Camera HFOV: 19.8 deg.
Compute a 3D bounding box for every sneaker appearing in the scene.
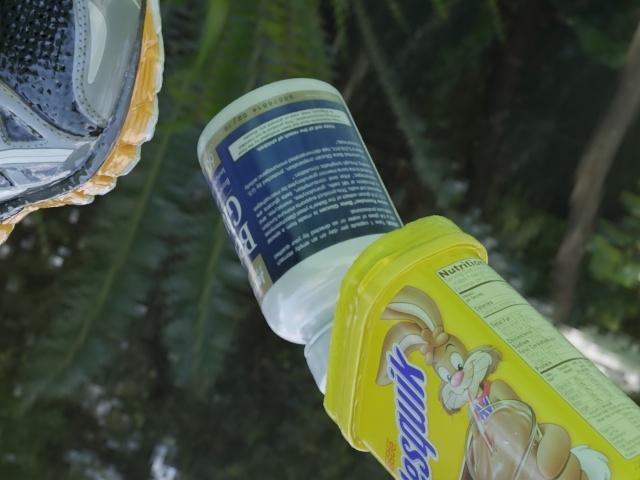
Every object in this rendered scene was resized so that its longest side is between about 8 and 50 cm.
[{"bbox_3d":[-0.117,-0.045,0.575,0.083,0.215,0.084,7,-119,-33],"label":"sneaker"}]

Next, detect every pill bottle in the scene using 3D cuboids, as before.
[{"bbox_3d":[0.000,0.000,1.044,0.094,0.094,0.169,4,-127,-46],"label":"pill bottle"}]

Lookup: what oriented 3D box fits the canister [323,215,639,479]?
[{"bbox_3d":[0.081,0.087,0.818,0.073,0.126,0.170,-23,-130,-28],"label":"canister"}]
